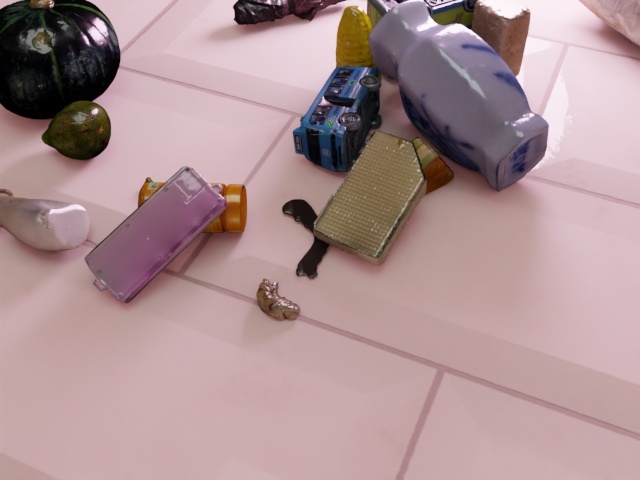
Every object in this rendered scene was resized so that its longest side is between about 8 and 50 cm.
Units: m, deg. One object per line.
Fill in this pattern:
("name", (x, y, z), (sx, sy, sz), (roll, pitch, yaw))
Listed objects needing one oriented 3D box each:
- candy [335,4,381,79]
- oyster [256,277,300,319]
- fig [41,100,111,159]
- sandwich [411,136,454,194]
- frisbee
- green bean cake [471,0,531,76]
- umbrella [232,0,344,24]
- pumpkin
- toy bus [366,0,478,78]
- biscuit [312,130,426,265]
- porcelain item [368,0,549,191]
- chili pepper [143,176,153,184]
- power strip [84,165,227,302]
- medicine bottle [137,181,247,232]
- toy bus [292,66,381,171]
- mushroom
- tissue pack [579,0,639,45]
("candy", (0.082, -0.428, 1.660), (0.106, 0.198, 0.094), (16, 45, 26))
("oyster", (-0.073, 0.096, 1.302), (0.083, 0.038, 0.080), (7, 47, 9))
("fig", (-0.517, -0.230, 1.555), (0.156, 0.123, 0.123), (6, 48, 23))
("sandwich", (0.178, -0.111, 1.494), (0.163, 0.113, 0.079), (-46, 56, 9))
("frisbee", (0.000, 0.000, 1.404), (0.211, 0.012, 0.187), (19, 53, 17))
("green bean cake", (0.400, -0.454, 1.683), (0.085, 0.179, 0.109), (-26, 53, -20))
("umbrella", (-0.064, -0.612, 1.896), (0.326, 0.090, 0.094), (-17, 47, -14))
("pumpkin", (-0.600, -0.424, 1.648), (0.315, 0.238, 0.315), (-2, 44, 2))
("toy bus", (0.267, -0.519, 1.736), (0.312, 0.190, 0.152), (-21, 51, -16))
("biscuit", (0.107, -0.084, 1.395), (0.150, 0.052, 0.252), (23, 70, 24))
("porcelain item", (0.273, -0.294, 1.509), (0.178, 0.242, 0.405), (-36, 66, -2))
("chili pepper", (-0.322, -0.103, 1.496), (0.083, 0.022, 0.027), (23, 54, 25))
("power strip", (-0.293, -0.013, 1.330), (0.109, 0.037, 0.279), (44, 82, 10))
("medicine bottle", (-0.240, -0.062, 1.408), (0.192, 0.096, 0.096), (0, 49, 2))
("toy bus", (0.045, -0.258, 1.563), (0.134, 0.113, 0.246), (12, 48, 18))
("mushroom", (-0.549, -0.036, 1.407), (0.225, 0.093, 0.116), (6, 33, 19))
("tissue pack", (0.830, -0.610, 1.815), (0.376, 0.195, 0.390), (-19, 49, -31))
